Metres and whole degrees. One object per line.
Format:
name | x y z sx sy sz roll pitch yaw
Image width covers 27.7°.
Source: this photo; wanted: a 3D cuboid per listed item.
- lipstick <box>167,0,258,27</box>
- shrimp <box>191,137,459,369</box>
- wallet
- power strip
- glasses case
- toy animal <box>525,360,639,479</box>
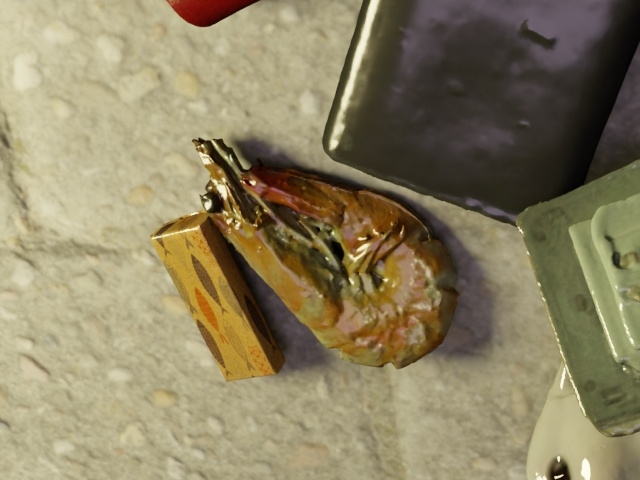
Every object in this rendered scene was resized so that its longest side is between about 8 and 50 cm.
lipstick | -0.023 -0.238 1.012 0.241 0.080 0.080 -17 113 38
shrimp | 0.000 0.000 1.180 0.294 0.062 0.154 39 108 -10
wallet | 0.156 -0.212 1.023 0.228 0.062 0.406 20 120 4
power strip | 0.262 0.025 0.993 0.198 0.213 0.064 -25 151 15
glasses case | -0.095 0.054 1.241 0.065 0.041 0.169 -12 114 33
toy animal | 0.333 0.127 1.075 0.357 0.194 0.257 -21 70 21
